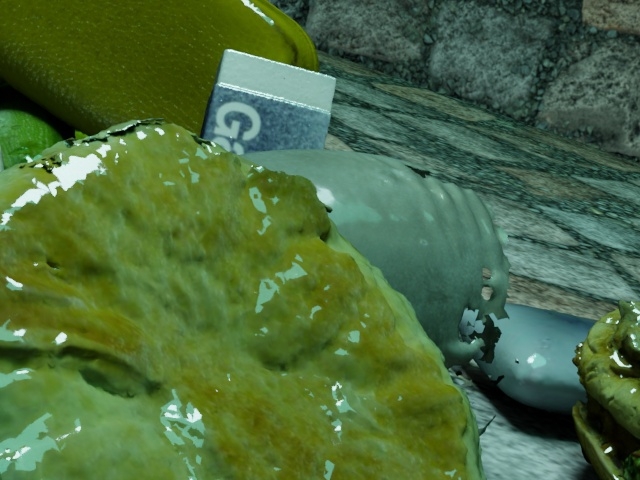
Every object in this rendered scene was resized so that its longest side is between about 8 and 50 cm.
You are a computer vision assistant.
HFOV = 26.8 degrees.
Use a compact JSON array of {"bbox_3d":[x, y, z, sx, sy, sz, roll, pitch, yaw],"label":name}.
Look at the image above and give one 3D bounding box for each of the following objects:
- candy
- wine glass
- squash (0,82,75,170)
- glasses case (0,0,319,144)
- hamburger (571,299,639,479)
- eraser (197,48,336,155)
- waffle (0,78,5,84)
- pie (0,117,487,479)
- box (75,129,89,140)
[{"bbox_3d":[0.203,0.098,1.036,0.174,0.071,0.138,13,13,-19],"label":"candy"},{"bbox_3d":[-0.060,0.025,0.780,0.357,0.190,0.190,10,15,-29],"label":"wine glass"},{"bbox_3d":[-0.255,-0.077,1.144,0.101,0.101,0.379,12,16,-17],"label":"squash"},{"bbox_3d":[-0.179,-0.186,1.106,0.371,0.173,0.141,35,9,7],"label":"glasses case"},{"bbox_3d":[0.256,0.140,0.884,0.183,0.130,0.206,9,34,-21],"label":"hamburger"},{"bbox_3d":[-0.051,-0.025,0.962,0.092,0.212,0.046,14,-18,-9],"label":"eraser"},{"bbox_3d":[-0.402,-0.129,1.127,0.291,0.051,0.291,-2,19,1],"label":"waffle"},{"bbox_3d":[-0.049,0.075,0.591,0.306,0.071,0.306,24,46,-28],"label":"pie"},{"bbox_3d":[-0.145,-0.076,1.369,0.335,0.047,0.187,22,15,23],"label":"box"}]
